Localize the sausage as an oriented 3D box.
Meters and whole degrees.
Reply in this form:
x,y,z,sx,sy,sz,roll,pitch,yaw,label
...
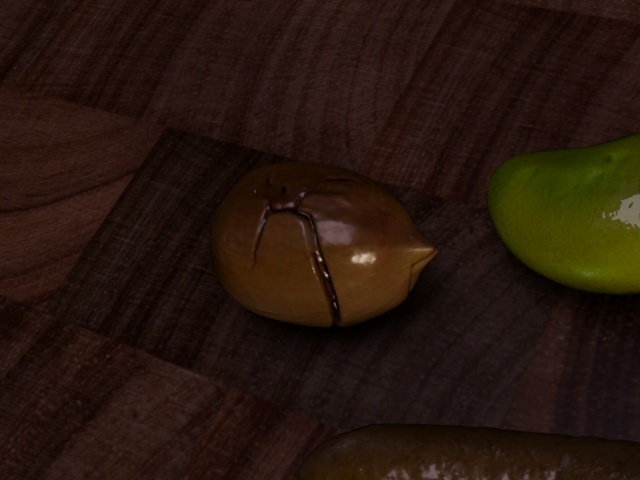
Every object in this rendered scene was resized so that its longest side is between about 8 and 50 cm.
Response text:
x,y,z,sx,sy,sz,roll,pitch,yaw,label
0.207,0.253,1.120,0.501,0.123,0.136,2,15,30,sausage

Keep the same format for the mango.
x,y,z,sx,sy,sz,roll,pitch,yaw,label
0.323,-0.026,1.259,0.273,0.149,0.185,-9,61,24,mango

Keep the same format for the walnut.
x,y,z,sx,sy,sz,roll,pitch,yaw,label
0.000,0.000,1.343,0.298,0.203,0.203,0,57,31,walnut
